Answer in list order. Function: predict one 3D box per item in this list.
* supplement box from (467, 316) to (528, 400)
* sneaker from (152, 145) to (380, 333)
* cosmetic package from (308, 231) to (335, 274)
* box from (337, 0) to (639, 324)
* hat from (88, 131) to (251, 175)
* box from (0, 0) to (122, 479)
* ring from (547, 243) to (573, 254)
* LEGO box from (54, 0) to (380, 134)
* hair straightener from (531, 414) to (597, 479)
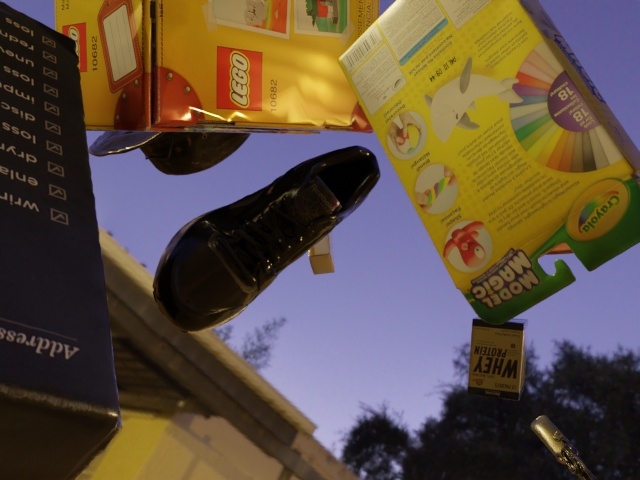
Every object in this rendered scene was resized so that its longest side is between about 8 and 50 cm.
[{"bbox_3d":[0.201,0.130,0.810,0.056,0.083,0.083,4,-1,20],"label":"supplement box"},{"bbox_3d":[-0.048,-0.020,0.734,0.107,0.283,0.124,51,-36,-4],"label":"sneaker"},{"bbox_3d":[0.000,0.000,1.327,0.041,0.115,0.060,-8,-41,6],"label":"cosmetic package"},{"bbox_3d":[0.089,-0.056,0.369,0.043,0.179,0.105,5,-36,-48],"label":"box"},{"bbox_3d":[-0.203,-0.191,1.175,0.331,0.331,0.134,-7,-55,41],"label":"hat"},{"bbox_3d":[-0.433,-0.033,0.489,0.480,0.471,0.297,26,-63,-38],"label":"box"},{"bbox_3d":[0.472,-0.015,1.403,0.337,0.337,0.032,0,-74,36],"label":"ring"},{"bbox_3d":[-0.108,-0.379,0.867,0.193,0.373,0.499,9,-79,42],"label":"LEGO box"},{"bbox_3d":[0.456,0.403,1.345,0.047,0.230,0.089,-39,-67,8],"label":"hair straightener"}]
